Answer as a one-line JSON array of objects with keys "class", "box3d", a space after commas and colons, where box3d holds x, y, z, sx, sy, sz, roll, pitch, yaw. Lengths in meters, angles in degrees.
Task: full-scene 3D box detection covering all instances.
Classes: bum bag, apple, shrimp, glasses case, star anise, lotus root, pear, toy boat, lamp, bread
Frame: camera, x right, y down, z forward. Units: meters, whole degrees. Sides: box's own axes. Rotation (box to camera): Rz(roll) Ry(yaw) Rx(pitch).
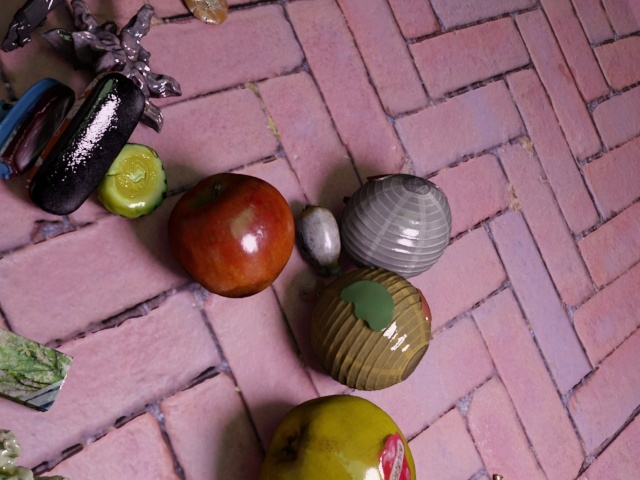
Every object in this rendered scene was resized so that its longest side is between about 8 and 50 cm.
[{"class": "bum bag", "box3d": [-0.486, -0.403, 1.278, 0.049, 0.087, 0.197, 36, 68, -7]}, {"class": "apple", "box3d": [-0.160, -0.004, 1.336, 0.230, 0.230, 0.230, 11, 70, -32]}, {"class": "shrimp", "box3d": [-0.259, -0.533, 1.525, 0.091, 0.043, 0.184, -36, 98, -33]}, {"class": "glasses case", "box3d": [-0.525, 0.170, 1.114, 0.272, 0.062, 0.095, 29, 61, -25]}, {"class": "star anise", "box3d": [-0.371, -0.322, 1.342, 0.212, 0.129, 0.282, -38, 107, -50]}, {"class": "lotus root", "box3d": [-0.001, 0.000, 1.519, 0.088, 0.088, 0.165, -18, 94, -37]}, {"class": "glasses case", "box3d": [-0.396, -0.163, 1.239, 0.266, 0.067, 0.103, -57, 144, -4]}, {"class": "pear", "box3d": [0.047, 0.442, 1.314, 0.375, 0.287, 0.287, 49, 52, -37]}, {"class": "toy boat", "box3d": [-0.503, -0.197, 1.231, 0.097, 0.100, 0.223, 16, 55, 8]}, {"class": "lamp", "box3d": [0.167, -0.036, 1.555, 0.265, 0.233, 0.233, 2, 75, -31]}, {"class": "bread", "box3d": [-0.342, -0.107, 1.319, 0.130, 0.071, 0.139, -2, 79, -32]}, {"class": "lamp", "box3d": [0.078, 0.163, 1.450, 0.284, 0.250, 0.250, 32, 50, 24]}]

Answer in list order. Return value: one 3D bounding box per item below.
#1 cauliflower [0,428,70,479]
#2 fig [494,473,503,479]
[{"class": "cauliflower", "box3d": [-0.459, 0.415, 0.961, 0.260, 0.281, 0.327, -4, 73, -7]}, {"class": "fig", "box3d": [0.373, 0.625, 1.552, 0.186, 0.204, 0.249, -61, 154, 2]}]
